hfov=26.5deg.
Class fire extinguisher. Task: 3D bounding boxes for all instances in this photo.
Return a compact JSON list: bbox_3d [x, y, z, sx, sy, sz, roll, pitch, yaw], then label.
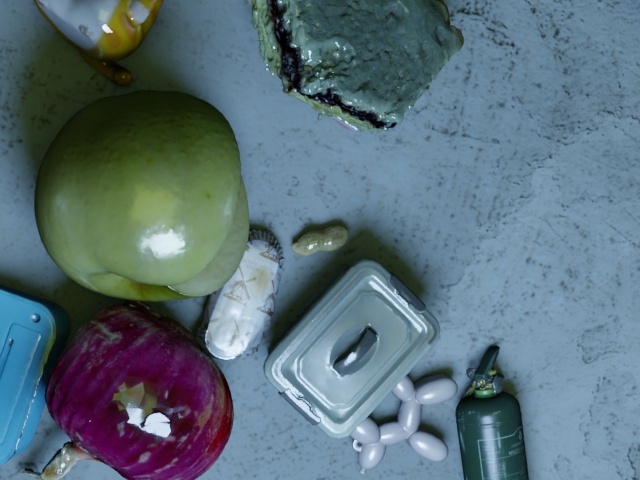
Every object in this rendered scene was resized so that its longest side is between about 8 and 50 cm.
[{"bbox_3d":[0.253,0.316,1.964,0.114,0.095,0.311,-20,104,-53],"label":"fire extinguisher"}]

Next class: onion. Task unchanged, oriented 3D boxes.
[{"bbox_3d":[-0.236,0.216,1.795,0.256,0.230,0.273,14,85,-12],"label":"onion"}]

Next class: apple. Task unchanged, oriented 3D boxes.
[{"bbox_3d":[-0.219,-0.056,1.744,0.291,0.292,0.254,4,74,-11],"label":"apple"}]

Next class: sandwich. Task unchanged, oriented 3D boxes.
[{"bbox_3d":[0.047,-0.302,1.813,0.262,0.131,0.326,-20,97,-30],"label":"sandwich"}]

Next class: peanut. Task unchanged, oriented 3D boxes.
[{"bbox_3d":[0.000,0.000,1.915,0.083,0.037,0.037,-11,97,-5],"label":"peanut"}]

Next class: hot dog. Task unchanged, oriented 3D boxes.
[{"bbox_3d":[-0.109,0.077,1.893,0.099,0.053,0.192,17,89,-13],"label":"hot dog"}]

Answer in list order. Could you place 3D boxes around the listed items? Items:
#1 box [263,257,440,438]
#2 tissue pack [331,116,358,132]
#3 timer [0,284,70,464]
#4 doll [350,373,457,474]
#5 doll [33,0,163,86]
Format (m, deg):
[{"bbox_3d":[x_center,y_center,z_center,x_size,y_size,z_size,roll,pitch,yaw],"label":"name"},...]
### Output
[{"bbox_3d":[0.038,0.144,1.887,0.162,0.130,0.227,44,88,-12],"label":"box"},{"bbox_3d":[0.029,-0.199,1.901,0.083,0.035,0.063,33,85,-11],"label":"tissue pack"},{"bbox_3d":[-0.488,0.160,1.832,0.249,0.091,0.232,20,92,1],"label":"timer"},{"bbox_3d":[0.109,0.261,1.946,0.160,0.059,0.161,9,94,-11],"label":"doll"},{"bbox_3d":[-0.252,-0.356,1.774,0.166,0.162,0.270,38,93,9],"label":"doll"}]
